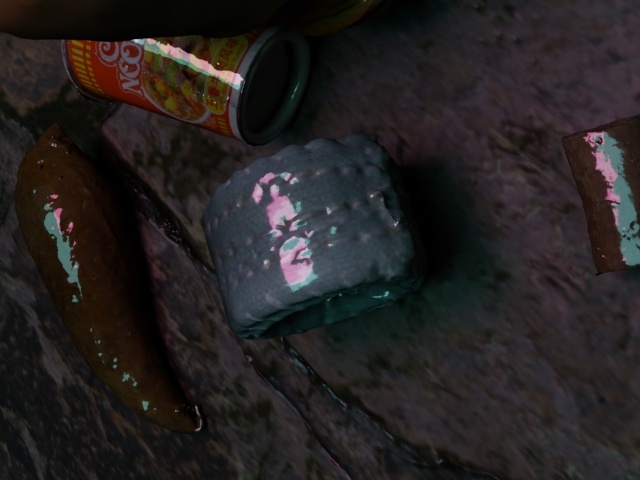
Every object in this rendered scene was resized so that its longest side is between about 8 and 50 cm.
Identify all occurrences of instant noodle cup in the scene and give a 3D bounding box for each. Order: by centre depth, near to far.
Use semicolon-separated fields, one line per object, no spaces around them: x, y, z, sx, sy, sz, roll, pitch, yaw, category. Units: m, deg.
-0.130;-0.196;0.935;0.212;0.193;0.193;26;110;22;instant noodle cup

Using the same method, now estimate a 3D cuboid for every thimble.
0.000;0.000;0.832;0.235;0.198;0.143;-32;71;53;thimble

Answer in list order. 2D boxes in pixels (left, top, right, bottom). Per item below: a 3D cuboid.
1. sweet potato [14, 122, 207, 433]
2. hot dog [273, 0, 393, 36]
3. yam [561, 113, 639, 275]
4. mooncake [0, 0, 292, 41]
-0.274;0.059;1.101;0.130;0.130;0.422;-25;87;36;sweet potato
-0.010;-0.311;0.832;0.196;0.122;0.272;-46;72;6;hot dog
0.250;-0.037;0.721;0.084;0.084;0.127;-17;88;37;yam
-0.163;-0.381;0.673;0.467;0.262;0.466;9;101;49;mooncake
